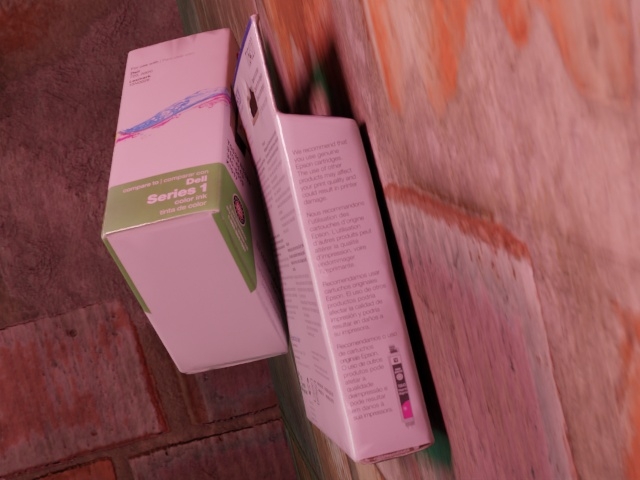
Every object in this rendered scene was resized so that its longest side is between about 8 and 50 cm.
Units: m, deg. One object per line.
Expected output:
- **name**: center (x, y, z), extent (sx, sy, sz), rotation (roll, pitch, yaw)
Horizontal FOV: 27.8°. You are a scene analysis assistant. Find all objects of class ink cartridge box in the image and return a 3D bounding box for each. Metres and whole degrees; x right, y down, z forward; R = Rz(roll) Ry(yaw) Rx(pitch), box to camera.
- **ink cartridge box**: center (-0.112, -0.044, 1.268), extent (0.278, 0.117, 0.201), rotation (-91, -16, -46)
- **ink cartridge box**: center (0.000, 0.000, 1.063), extent (0.324, 0.072, 0.330), rotation (164, 94, -84)
